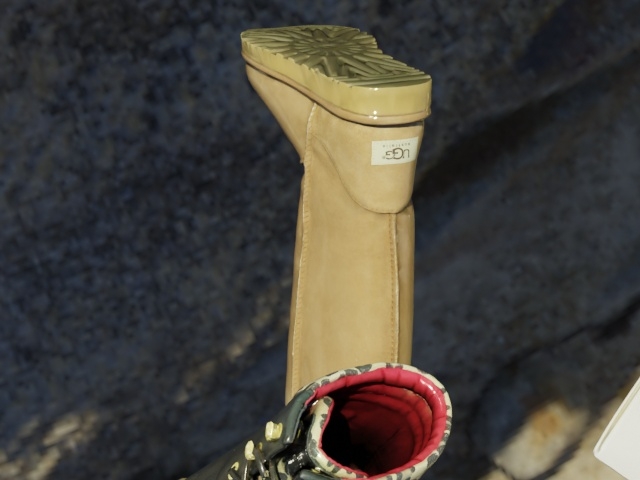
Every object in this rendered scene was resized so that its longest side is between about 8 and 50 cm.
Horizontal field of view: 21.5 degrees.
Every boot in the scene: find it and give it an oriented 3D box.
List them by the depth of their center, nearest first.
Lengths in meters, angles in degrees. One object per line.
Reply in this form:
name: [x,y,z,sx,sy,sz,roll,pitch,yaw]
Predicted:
boot: [-0.055,0.142,0.853,0.236,0.085,0.178,-15,156,-33]
boot: [0.000,0.000,1.156,0.089,0.236,0.269,-4,110,-17]

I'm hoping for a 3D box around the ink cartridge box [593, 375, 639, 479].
ink cartridge box: [0.353,0.119,1.246,0.289,0.211,0.121,-34,155,-59]
